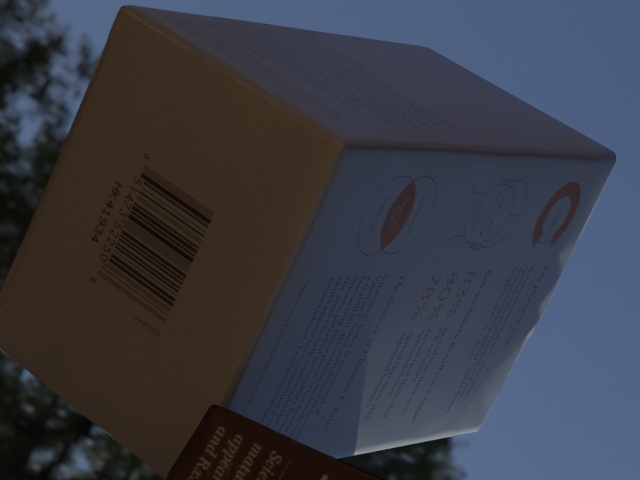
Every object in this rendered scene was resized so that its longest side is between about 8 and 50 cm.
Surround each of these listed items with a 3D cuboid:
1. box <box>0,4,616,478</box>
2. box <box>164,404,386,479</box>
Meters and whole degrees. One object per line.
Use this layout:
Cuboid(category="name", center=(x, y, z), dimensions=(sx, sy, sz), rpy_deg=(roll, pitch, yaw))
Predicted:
Cuboid(category="box", center=(0.000, 0.000, 1.196), dimensions=(0.168, 0.345, 0.215), rpy_deg=(34, -73, 28))
Cuboid(category="box", center=(-0.018, 0.267, 1.113), dimensions=(0.143, 0.381, 0.191), rpy_deg=(23, -113, 18))
